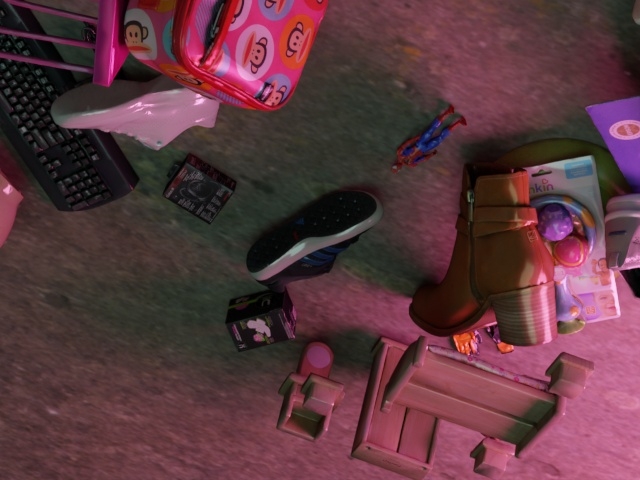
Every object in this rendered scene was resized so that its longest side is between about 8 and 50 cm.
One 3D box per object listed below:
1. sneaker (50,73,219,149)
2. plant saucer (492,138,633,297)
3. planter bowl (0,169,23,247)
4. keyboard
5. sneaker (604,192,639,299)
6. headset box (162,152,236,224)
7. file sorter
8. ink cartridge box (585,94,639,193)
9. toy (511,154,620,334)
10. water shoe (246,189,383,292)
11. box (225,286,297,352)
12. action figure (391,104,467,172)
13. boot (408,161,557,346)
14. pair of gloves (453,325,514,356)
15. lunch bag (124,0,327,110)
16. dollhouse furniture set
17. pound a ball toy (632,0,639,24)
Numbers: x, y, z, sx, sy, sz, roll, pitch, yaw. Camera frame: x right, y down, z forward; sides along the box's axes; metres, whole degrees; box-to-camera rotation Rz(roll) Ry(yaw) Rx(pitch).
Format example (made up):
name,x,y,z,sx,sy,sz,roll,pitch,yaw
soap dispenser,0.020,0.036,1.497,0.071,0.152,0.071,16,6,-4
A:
name,x,y,z,sx,sy,sz,roll,pitch,yaw
sneaker,-0.227,-0.152,1.911,0.212,0.080,0.094,-11,127,-13
plant saucer,0.309,-0.017,1.994,0.241,0.037,0.241,2,120,3
planter bowl,-0.453,-0.056,1.975,0.109,0.162,0.162,-42,111,-5
keyboard,-0.330,-0.186,1.951,0.201,0.033,0.317,-24,116,16
sneaker,0.443,0.058,1.951,0.281,0.115,0.105,36,152,-29
headset box,-0.162,-0.069,2.002,0.083,0.032,0.062,31,116,-12
file sorter,-0.283,-0.336,1.718,0.182,0.290,0.202,11,119,1
ink cartridge box,0.516,-0.087,1.803,0.330,0.071,0.324,-12,149,23
toy,0.302,0.018,1.960,0.137,0.056,0.237,-10,118,9
water shoe,0.000,0.000,2.021,0.203,0.073,0.080,-25,141,16
box,-0.080,0.107,2.077,0.083,0.062,0.052,-15,119,11
action figure,0.133,-0.124,1.954,0.038,0.030,0.115,40,117,-22
boot,0.191,0.012,1.942,0.109,0.283,0.220,-14,99,-22
pair of gloves,0.223,0.129,2.097,0.083,0.010,0.074,-12,117,10
lunch bag,-0.100,-0.310,1.694,0.120,0.258,0.293,14,84,37
dollhouse furniture set,0.142,0.142,1.942,0.303,0.174,0.355,20,144,-7
pound a ball toy,0.512,-0.240,1.782,0.319,0.135,0.208,-7,133,35
